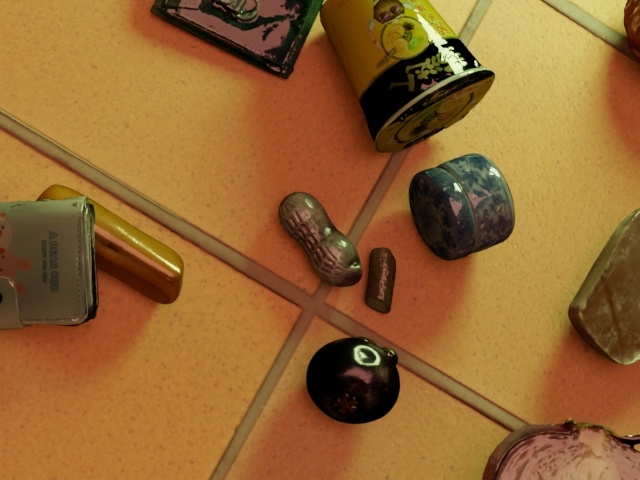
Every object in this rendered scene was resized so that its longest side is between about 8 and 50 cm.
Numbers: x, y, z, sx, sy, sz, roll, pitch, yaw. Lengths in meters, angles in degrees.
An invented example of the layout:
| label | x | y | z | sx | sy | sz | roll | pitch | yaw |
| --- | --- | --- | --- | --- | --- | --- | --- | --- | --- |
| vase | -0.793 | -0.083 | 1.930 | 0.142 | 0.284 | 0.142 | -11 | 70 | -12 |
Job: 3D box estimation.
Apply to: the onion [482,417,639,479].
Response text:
| label | x | y | z | sx | sy | sz | roll | pitch | yaw |
| --- | --- | --- | --- | --- | --- | --- | --- | --- | --- |
| onion | 0.346 | 0.434 | 1.842 | 0.267 | 0.159 | 0.348 | 14 | 81 | 0 |

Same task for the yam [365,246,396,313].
| label | x | y | z | sx | sy | sz | roll | pitch | yaw |
| --- | --- | --- | --- | --- | --- | --- | --- | --- | --- |
| yam | 0.091 | 0.060 | 1.914 | 0.043 | 0.043 | 0.094 | 12 | 75 | -12 |

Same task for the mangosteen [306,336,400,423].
| label | x | y | z | sx | sy | sz | roll | pitch | yaw |
| --- | --- | --- | --- | --- | --- | --- | --- | --- | --- |
| mangosteen | 0.052 | 0.193 | 1.840 | 0.137 | 0.137 | 0.151 | 34 | 37 | -6 |

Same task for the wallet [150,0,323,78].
| label | x | y | z | sx | sy | sz | roll | pitch | yaw |
| --- | --- | --- | --- | --- | --- | --- | --- | --- | --- |
| wallet | -0.122 | -0.365 | 1.949 | 0.236 | 0.055 | 0.160 | 25 | 79 | -9 |

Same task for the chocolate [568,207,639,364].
| label | x | y | z | sx | sy | sz | roll | pitch | yaw |
| --- | --- | --- | --- | --- | --- | --- | --- | --- | --- |
| chocolate | 0.479 | 0.068 | 1.998 | 0.157 | 0.080 | 0.254 | 44 | 69 | -20 |

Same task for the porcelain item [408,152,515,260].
| label | x | y | z | sx | sy | sz | roll | pitch | yaw |
| --- | --- | --- | --- | --- | --- | --- | --- | --- | --- |
| porcelain item | 0.208 | -0.049 | 1.914 | 0.114 | 0.147 | 0.147 | -20 | 83 | -19 |

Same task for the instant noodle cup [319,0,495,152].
| label | x | y | z | sx | sy | sz | roll | pitch | yaw |
| --- | --- | --- | --- | --- | --- | --- | --- | --- | --- |
| instant noodle cup | 0.119 | -0.282 | 1.925 | 0.215 | 0.215 | 0.236 | -25 | 76 | -19 |

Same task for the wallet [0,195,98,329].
| label | x | y | z | sx | sy | sz | roll | pitch | yaw |
| --- | --- | --- | --- | --- | --- | --- | --- | --- | --- |
| wallet | -0.429 | 0.033 | 1.719 | 0.250 | 0.075 | 0.176 | -3 | 93 | 1 |

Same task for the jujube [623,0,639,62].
| label | x | y | z | sx | sy | sz | roll | pitch | yaw |
| --- | --- | --- | --- | --- | --- | --- | --- | --- | --- |
| jujube | 0.663 | -0.328 | 2.087 | 0.342 | 0.216 | 0.216 | 24 | 72 | -22 |

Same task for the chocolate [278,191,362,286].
| label | x | y | z | sx | sy | sz | roll | pitch | yaw |
| --- | --- | --- | --- | --- | --- | --- | --- | --- | --- |
| chocolate | 0.000 | 0.000 | 1.888 | 0.072 | 0.072 | 0.167 | -38 | 89 | -19 |

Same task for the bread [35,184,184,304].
| label | x | y | z | sx | sy | sz | roll | pitch | yaw |
| --- | --- | --- | --- | --- | --- | --- | --- | --- | --- |
| bread | -0.296 | 0.003 | 1.798 | 0.239 | 0.092 | 0.074 | 32 | 53 | -8 |
